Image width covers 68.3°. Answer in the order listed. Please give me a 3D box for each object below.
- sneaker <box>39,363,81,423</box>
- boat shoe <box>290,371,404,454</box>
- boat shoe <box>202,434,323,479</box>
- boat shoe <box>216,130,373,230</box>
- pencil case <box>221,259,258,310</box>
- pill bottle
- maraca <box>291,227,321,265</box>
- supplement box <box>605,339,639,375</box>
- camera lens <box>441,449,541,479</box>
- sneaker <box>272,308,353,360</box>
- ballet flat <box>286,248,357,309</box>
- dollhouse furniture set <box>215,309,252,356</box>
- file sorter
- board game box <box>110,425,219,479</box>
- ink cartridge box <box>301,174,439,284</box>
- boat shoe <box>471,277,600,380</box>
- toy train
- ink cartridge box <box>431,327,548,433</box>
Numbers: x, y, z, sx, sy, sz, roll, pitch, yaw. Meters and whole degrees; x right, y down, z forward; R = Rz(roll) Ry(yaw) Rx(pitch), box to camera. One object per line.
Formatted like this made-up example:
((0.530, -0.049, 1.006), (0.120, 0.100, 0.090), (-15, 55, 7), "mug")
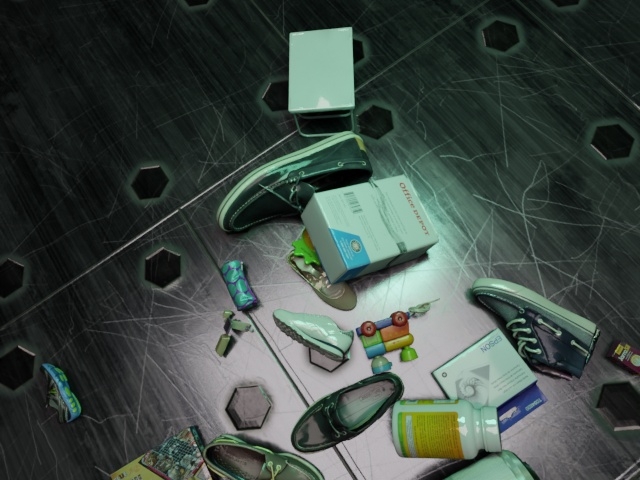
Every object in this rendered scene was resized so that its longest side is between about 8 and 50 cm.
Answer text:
((-0.757, 0.434, 1.342), (0.078, 0.067, 0.188), (-32, 76, -11), "sneaker")
((0.068, 0.450, 1.230), (0.340, 0.113, 0.127), (-24, 72, -2), "boat shoe")
((-0.151, 0.594, 1.218), (0.324, 0.096, 0.116), (18, 76, 11), "boat shoe")
((-0.069, -0.149, 1.389), (0.500, 0.187, 0.156), (-27, 67, -8), "boat shoe")
((-0.238, 0.130, 1.382), (0.070, 0.064, 0.151), (-29, 73, 14), "pencil case")
((0.310, 0.463, 1.159), (0.246, 0.136, 0.136), (-8, 72, 21), "pill bottle")
((0.000, 0.000, 1.365), (0.127, 0.099, 0.186), (35, 56, 19), "maraca")
((0.806, 0.307, 1.235), (0.083, 0.043, 0.055), (33, 81, 14), "supplement box")
((0.387, 0.637, 1.087), (0.274, 0.219, 0.219), (-27, 73, -2), "camera lens")
((-0.024, 0.246, 1.325), (0.235, 0.090, 0.095), (27, 65, 9), "sneaker")
((-0.001, 0.110, 1.355), (0.248, 0.086, 0.086), (37, 80, 14), "ballet flat")
((-0.254, 0.276, 1.370), (0.081, 0.091, 0.114), (20, 101, -29), "dollhouse furniture set")
((0.011, -0.490, 1.484), (0.193, 0.173, 0.277), (-2, 73, 6), "file sorter")
((-0.416, 0.635, 1.261), (0.243, 0.042, 0.165), (-30, 73, -3), "board game box")
((0.135, -0.034, 1.299), (0.307, 0.129, 0.223), (-15, 70, -27), "ink cartridge box")
((0.544, 0.232, 1.234), (0.341, 0.127, 0.158), (24, 67, 11), "boat shoe")
((0.231, 0.261, 1.280), (0.248, 0.105, 0.143), (-18, 79, 0), "toy train")
((0.449, 0.386, 1.246), (0.223, 0.045, 0.224), (-33, 73, -5), "ink cartridge box")
